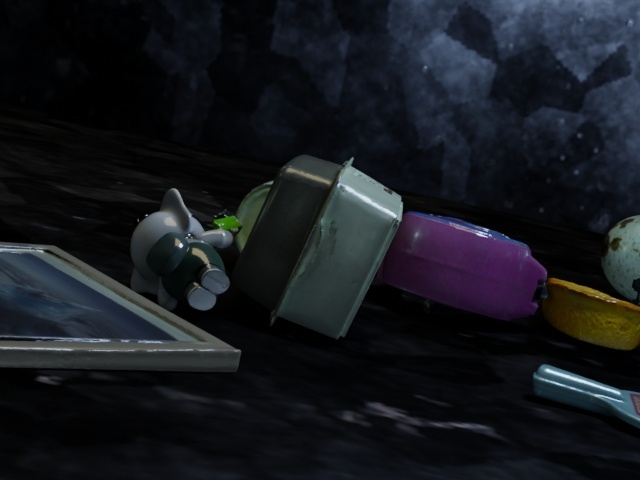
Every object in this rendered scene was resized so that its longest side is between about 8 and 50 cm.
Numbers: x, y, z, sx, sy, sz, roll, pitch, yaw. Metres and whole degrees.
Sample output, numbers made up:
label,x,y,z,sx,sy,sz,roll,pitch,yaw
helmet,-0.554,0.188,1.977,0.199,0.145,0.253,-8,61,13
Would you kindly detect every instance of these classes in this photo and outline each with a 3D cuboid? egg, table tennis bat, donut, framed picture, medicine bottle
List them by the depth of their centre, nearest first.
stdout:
label,x,y,z,sx,sy,sz,roll,pitch,yaw
framed picture,-0.340,0.062,1.504,0.326,0.028,0.446,5,11,-39
table tennis bat,0.367,0.200,1.606,0.244,0.040,0.153,18,9,7
medicine bottle,-0.046,-0.020,2.081,0.147,0.147,0.143,15,5,16
donut,0.418,0.115,2.087,0.174,0.074,0.190,13,5,-17
egg,0.640,0.045,2.584,0.231,0.169,0.169,24,6,-13

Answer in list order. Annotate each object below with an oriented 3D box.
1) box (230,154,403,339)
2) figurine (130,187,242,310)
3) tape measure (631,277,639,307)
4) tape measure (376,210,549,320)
label,x,y,z,sx,sy,sz,roll,pitch,yaw
box,0.000,0.000,1.784,0.166,0.220,0.290,25,8,1
figurine,-0.177,0.019,1.701,0.126,0.147,0.192,24,11,-42
tape measure,0.699,0.120,2.323,0.243,0.125,0.246,-1,11,-30
tape measure,0.214,0.047,2.053,0.245,0.149,0.231,17,3,-25
